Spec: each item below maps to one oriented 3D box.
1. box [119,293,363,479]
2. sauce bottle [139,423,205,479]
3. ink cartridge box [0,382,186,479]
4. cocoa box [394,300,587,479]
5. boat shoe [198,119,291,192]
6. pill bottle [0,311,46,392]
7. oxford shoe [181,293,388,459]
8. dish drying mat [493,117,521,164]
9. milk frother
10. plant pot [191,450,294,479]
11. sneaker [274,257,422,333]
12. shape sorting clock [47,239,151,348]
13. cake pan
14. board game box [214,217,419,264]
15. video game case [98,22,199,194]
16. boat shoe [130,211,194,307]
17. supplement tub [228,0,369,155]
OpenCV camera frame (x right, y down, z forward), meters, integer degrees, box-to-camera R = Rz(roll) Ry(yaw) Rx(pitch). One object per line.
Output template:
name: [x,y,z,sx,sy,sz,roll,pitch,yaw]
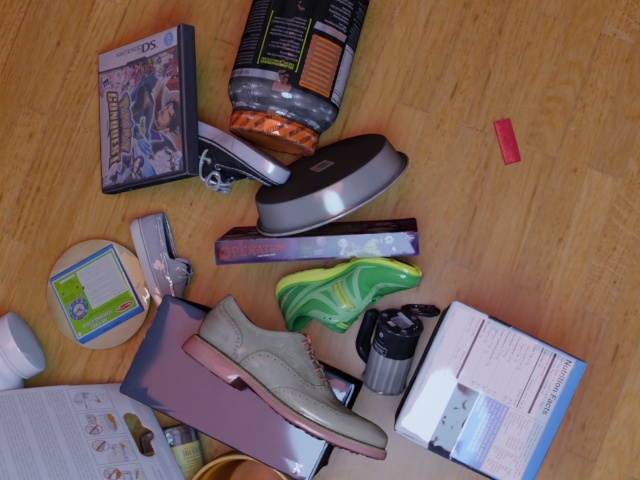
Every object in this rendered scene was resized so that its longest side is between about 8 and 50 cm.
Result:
box: [-0.119,0.249,1.769,0.343,0.312,0.179,25,87,7]
sauce bottle: [-0.241,0.503,1.854,0.111,0.111,0.344,-14,82,4]
ink cartridge box: [-0.452,0.372,1.742,0.385,0.308,0.091,-1,121,-29]
cocoa box: [0.268,0.253,1.716,0.228,0.347,0.231,25,86,7]
boat shoe: [-0.179,-0.141,1.869,0.306,0.113,0.105,28,93,36]
pill bottle: [-0.671,0.262,1.883,0.323,0.181,0.181,-30,82,1]
oxford shoe: [-0.034,0.204,1.552,0.348,0.123,0.130,32,81,6]
dish drying mat: [0.347,-0.184,1.925,0.032,0.008,0.083,-15,82,3]
milk frother: [0.147,0.186,1.866,0.143,0.129,0.135,0,122,-22]
plant pot: [-0.118,0.453,1.803,0.205,0.188,0.205,0,92,8]
sneaker: [0.055,0.100,1.839,0.295,0.109,0.123,-15,75,32]
shape sorting clock: [-0.416,0.101,1.946,0.206,0.040,0.206,-1,86,13]
cake pan: [0.010,-0.104,1.807,0.293,0.293,0.054,-25,109,2]
board game box: [0.000,0.000,1.836,0.346,0.208,0.056,-3,93,4]
video game case: [-0.320,-0.237,1.907,0.248,0.035,0.275,-8,82,41]
boat shoe: [-0.281,0.052,1.920,0.081,0.079,0.227,-23,79,7]
supplement tub: [-0.044,-0.337,1.872,0.207,0.207,0.338,16,84,6]
